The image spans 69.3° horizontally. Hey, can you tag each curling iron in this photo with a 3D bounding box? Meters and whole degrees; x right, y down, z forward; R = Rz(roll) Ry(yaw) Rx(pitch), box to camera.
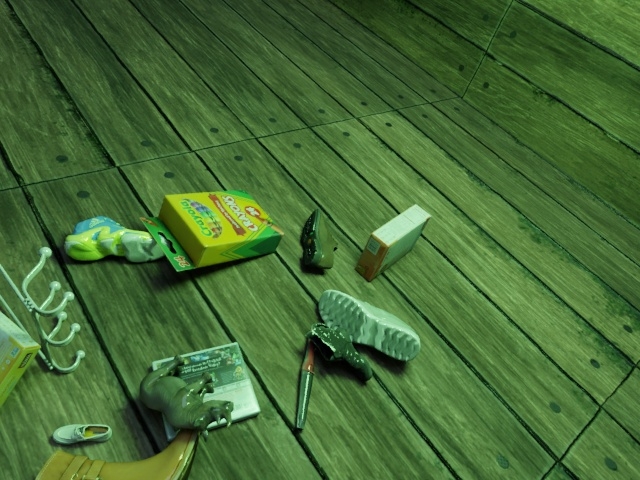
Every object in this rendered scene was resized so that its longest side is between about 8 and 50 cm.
[{"bbox_3d":[-0.016,0.303,1.071,0.068,0.035,0.274,20,44,-2],"label":"curling iron"}]

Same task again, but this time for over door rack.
[{"bbox_3d":[-0.595,0.092,0.915,0.324,0.239,0.108,33,46,12],"label":"over door rack"}]

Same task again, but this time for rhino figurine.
[{"bbox_3d":[-0.250,0.301,0.874,0.243,0.073,0.106,15,39,37],"label":"rhino figurine"}]

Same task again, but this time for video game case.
[{"bbox_3d":[-0.244,0.315,0.986,0.190,0.022,0.173,-8,51,-26],"label":"video game case"}]

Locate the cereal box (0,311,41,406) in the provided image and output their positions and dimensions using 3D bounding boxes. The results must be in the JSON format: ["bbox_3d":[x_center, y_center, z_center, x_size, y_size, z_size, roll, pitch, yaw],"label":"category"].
[{"bbox_3d":[-0.658,0.198,0.854,0.240,0.047,0.173,33,90,12],"label":"cereal box"}]

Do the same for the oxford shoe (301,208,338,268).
[{"bbox_3d":[0.000,0.000,1.358,0.096,0.083,0.227,23,41,-25],"label":"oxford shoe"}]

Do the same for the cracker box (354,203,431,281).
[{"bbox_3d":[0.214,0.005,1.364,0.067,0.155,0.232,41,47,21],"label":"cracker box"}]

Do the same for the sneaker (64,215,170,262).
[{"bbox_3d":[-0.504,-0.015,1.163,0.240,0.091,0.126,2,42,-22],"label":"sneaker"}]

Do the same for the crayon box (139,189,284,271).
[{"bbox_3d":[-0.276,-0.036,1.217,0.319,0.081,0.202,-13,52,-49],"label":"crayon box"}]

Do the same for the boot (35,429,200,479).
[{"bbox_3d":[-0.356,0.414,0.803,0.220,0.109,0.283,22,51,7],"label":"boot"}]

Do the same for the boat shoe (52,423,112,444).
[{"bbox_3d":[-0.442,0.356,0.860,0.100,0.035,0.035,7,45,-14],"label":"boat shoe"}]

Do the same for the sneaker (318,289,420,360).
[{"bbox_3d":[0.122,0.216,1.189,0.281,0.105,0.115,29,10,14],"label":"sneaker"}]

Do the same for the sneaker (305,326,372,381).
[{"bbox_3d":[0.045,0.270,1.088,0.089,0.051,0.170,-21,74,-46],"label":"sneaker"}]
